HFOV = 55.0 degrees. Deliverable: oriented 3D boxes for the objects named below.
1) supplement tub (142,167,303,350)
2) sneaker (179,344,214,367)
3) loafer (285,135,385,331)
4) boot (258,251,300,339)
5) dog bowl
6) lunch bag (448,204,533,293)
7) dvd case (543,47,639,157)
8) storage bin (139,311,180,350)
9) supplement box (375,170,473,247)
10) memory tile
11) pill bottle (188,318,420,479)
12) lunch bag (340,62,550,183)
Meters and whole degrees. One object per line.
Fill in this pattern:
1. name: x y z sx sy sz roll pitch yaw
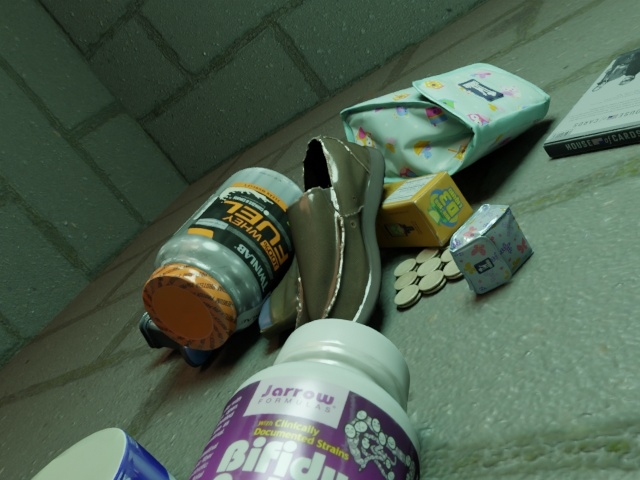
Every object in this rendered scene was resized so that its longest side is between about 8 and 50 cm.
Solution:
1. supplement tub: -0.151 0.026 1.052 0.193 0.193 0.316 -24 22 36
2. sneaker: -0.185 0.139 1.102 0.082 0.069 0.209 -25 21 24
3. loafer: 0.000 0.000 0.848 0.134 0.130 0.366 -45 29 44
4. boot: -0.049 0.073 0.986 0.106 0.082 0.219 -32 20 10
5. dog bowl: -0.294 0.354 0.714 0.265 0.104 0.265 -33 18 13
6. lunch bag: 0.190 0.011 0.696 0.083 0.071 0.053 -40 22 -16
7. dvd case: 0.435 -0.205 0.834 0.239 0.029 0.179 -46 20 -23
8. storage bin: -0.264 0.157 1.193 0.091 0.098 0.135 12 45 31
9. supplement box: 0.121 -0.040 0.924 0.080 0.078 0.233 -40 14 -17
10. memory tile: 0.160 0.029 0.806 0.148 0.012 0.113 -32 18 18
11. pill bottle: -0.016 0.200 0.459 0.169 0.169 0.301 -27 21 30
12. lunch bag: 0.200 -0.185 0.982 0.223 0.160 0.262 -25 16 -38
